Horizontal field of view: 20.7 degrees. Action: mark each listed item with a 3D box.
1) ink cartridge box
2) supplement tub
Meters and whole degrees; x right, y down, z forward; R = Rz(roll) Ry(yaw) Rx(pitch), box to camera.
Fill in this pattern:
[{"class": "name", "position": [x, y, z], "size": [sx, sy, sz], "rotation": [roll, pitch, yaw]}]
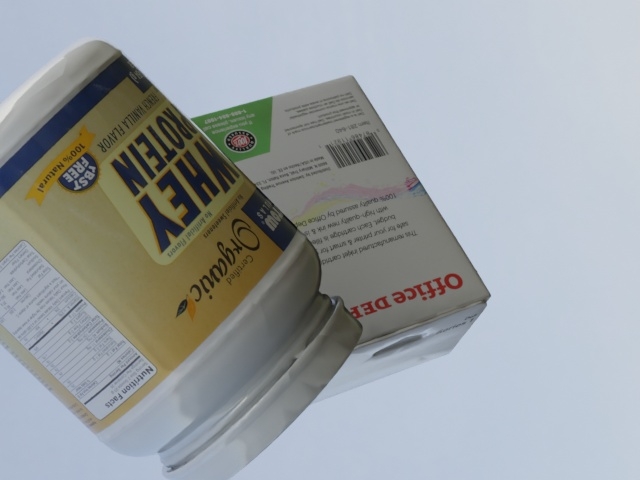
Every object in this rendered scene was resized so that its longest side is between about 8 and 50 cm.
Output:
[{"class": "ink cartridge box", "position": [0.000, 0.000, 1.669], "size": [0.201, 0.117, 0.278], "rotation": [-18, -115, -28]}, {"class": "supplement tub", "position": [-0.143, 0.023, 1.360], "size": [0.316, 0.228, 0.228], "rotation": [45, -150, -7]}]
